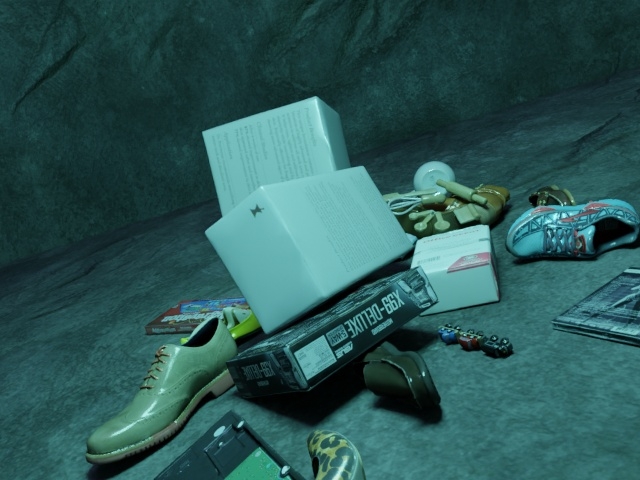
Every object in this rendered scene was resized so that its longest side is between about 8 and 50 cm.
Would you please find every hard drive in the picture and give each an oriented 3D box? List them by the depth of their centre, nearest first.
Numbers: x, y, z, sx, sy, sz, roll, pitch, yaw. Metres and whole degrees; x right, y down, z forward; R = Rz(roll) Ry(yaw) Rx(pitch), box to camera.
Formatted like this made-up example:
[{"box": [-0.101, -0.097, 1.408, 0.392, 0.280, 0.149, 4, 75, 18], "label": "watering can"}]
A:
[{"box": [-0.125, 0.321, 0.743, 0.237, 0.064, 0.339, -41, 14, -17], "label": "hard drive"}]

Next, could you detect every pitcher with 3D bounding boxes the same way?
[{"box": [0.323, -0.162, 2.088, 0.178, 0.125, 0.207, -36, 1, 10], "label": "pitcher"}]

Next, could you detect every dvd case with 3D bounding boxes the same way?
[{"box": [0.503, 0.099, 1.096, 0.221, 0.018, 0.164, -26, 16, -28], "label": "dvd case"}]

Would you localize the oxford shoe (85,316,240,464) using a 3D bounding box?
[{"box": [-0.279, 0.253, 1.205, 0.123, 0.130, 0.348, -7, 18, 36], "label": "oxford shoe"}]

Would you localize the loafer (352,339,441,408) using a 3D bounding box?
[{"box": [0.109, 0.212, 1.040, 0.078, 0.080, 0.220, -25, 7, -14], "label": "loafer"}]

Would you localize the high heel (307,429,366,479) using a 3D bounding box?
[{"box": [-0.030, 0.310, 0.789, 0.186, 0.093, 0.261, -19, 20, -13], "label": "high heel"}]

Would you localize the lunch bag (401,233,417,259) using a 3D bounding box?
[{"box": [0.190, 0.018, 1.681, 0.083, 0.053, 0.071, -20, 9, 29], "label": "lunch bag"}]

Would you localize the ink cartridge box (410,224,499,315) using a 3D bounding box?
[{"box": [0.269, 0.055, 1.379, 0.159, 0.092, 0.218, -13, 17, 17], "label": "ink cartridge box"}]

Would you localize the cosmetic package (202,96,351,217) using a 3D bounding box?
[{"box": [-0.118, -0.235, 2.263, 0.394, 0.329, 0.327, -14, -4, 13], "label": "cosmetic package"}]

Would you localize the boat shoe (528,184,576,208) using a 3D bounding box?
[{"box": [0.543, -0.083, 1.616, 0.073, 0.073, 0.207, -17, 8, 6], "label": "boat shoe"}]

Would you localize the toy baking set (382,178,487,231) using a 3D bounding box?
[{"box": [0.271, -0.095, 1.675, 0.197, 0.030, 0.256, -25, 36, -22], "label": "toy baking set"}]

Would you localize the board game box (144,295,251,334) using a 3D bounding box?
[{"box": [-0.280, 0.180, 1.675, 0.281, 0.027, 0.145, -7, 19, 33], "label": "board game box"}]

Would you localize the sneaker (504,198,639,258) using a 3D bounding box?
[{"box": [0.497, -0.017, 1.360, 0.262, 0.104, 0.125, -14, 17, 12], "label": "sneaker"}]

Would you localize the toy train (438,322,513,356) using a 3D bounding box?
[{"box": [0.248, 0.165, 1.135, 0.036, 0.027, 0.158, -36, 22, -24], "label": "toy train"}]

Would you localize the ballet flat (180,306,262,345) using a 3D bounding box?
[{"box": [-0.201, 0.186, 1.463, 0.231, 0.077, 0.077, -29, 18, -38], "label": "ballet flat"}]

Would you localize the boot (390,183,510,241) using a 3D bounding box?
[{"box": [0.332, -0.088, 1.780, 0.283, 0.109, 0.220, -3, 22, 37], "label": "boot"}]

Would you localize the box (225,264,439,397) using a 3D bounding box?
[{"box": [0.017, 0.159, 1.196, 0.307, 0.076, 0.242, -28, 1, -34], "label": "box"}]

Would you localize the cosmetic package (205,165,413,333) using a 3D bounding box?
[{"box": [0.000, 0.000, 1.402, 0.161, 0.230, 0.453, -34, -7, 28], "label": "cosmetic package"}]
